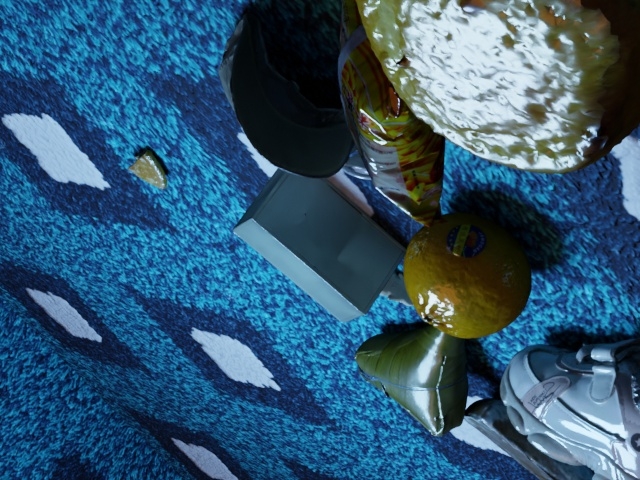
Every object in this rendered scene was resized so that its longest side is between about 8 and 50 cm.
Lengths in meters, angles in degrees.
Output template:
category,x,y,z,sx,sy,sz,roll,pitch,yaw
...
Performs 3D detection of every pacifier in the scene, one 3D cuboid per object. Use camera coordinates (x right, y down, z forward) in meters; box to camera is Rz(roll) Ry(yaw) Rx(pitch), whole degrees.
category,x,y,z,sx,sy,sz,roll,pitch,yaw
pacifier,0.068,-0.119,1.644,0.099,0.081,0.078,20,123,29

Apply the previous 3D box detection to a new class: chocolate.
category,x,y,z,sx,sy,sz,roll,pitch,yaw
chocolate,0.360,0.336,2.061,0.254,0.080,0.157,38,173,0

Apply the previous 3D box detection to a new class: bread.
category,x,y,z,sx,sy,sz,roll,pitch,yaw
bread,0.190,-0.227,1.134,0.336,0.204,0.358,21,150,18

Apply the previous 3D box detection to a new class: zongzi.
category,x,y,z,sx,sy,sz,roll,pitch,yaw
zongzi,0.146,0.168,2.036,0.228,0.115,0.256,33,139,41

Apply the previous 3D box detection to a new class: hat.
category,x,y,z,sx,sy,sz,roll,pitch,yaw
hat,-0.071,-0.160,1.594,0.214,0.245,0.149,44,133,-14

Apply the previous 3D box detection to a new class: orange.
category,x,y,z,sx,sy,sz,roll,pitch,yaw
orange,0.197,0.048,1.679,0.177,0.155,0.177,16,150,9

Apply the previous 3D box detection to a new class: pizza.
category,x,y,z,sx,sy,sz,roll,pitch,yaw
pizza,-0.298,-0.127,2.130,0.078,0.025,0.083,11,140,33

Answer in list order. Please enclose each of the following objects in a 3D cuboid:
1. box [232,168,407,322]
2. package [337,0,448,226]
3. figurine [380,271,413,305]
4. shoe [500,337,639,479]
category,x,y,z,sx,sy,sz,roll,pitch,yaw
box,0.000,0.000,1.860,0.225,0.129,0.086,41,154,-11
package,0.077,-0.155,1.413,0.108,0.223,0.288,-18,145,6
figurine,0.113,0.074,1.962,0.083,0.047,0.050,35,171,-17
shoe,0.414,0.219,1.721,0.351,0.172,0.198,38,126,40
